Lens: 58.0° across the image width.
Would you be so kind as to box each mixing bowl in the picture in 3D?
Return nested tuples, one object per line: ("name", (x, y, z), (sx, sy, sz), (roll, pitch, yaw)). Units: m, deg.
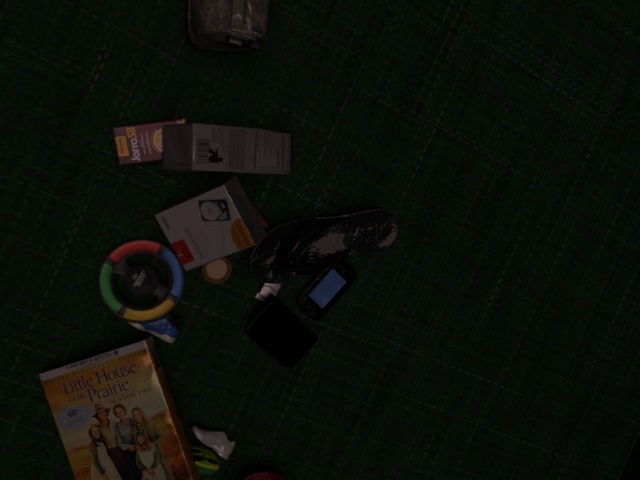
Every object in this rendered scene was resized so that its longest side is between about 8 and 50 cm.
("mixing bowl", (-0.189, 0.760, 1.741), (0.181, 0.098, 0.182), (-3, 99, -17))

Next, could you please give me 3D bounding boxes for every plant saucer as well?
("plant saucer", (-0.298, 0.082, 1.654), (0.083, 0.015, 0.084), (-2, 98, -16))

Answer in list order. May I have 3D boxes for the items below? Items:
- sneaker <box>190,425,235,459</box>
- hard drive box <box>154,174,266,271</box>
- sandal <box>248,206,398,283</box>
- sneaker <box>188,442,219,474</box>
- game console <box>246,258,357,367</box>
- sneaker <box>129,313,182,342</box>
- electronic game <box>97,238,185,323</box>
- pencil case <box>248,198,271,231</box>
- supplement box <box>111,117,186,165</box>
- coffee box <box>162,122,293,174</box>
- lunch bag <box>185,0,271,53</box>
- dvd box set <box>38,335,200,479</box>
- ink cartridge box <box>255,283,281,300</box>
("sneaker", (-0.319, 0.583, 1.707), (0.152, 0.053, 0.061), (43, 69, -21))
("hard drive box", (-0.292, -0.043, 1.542), (0.232, 0.089, 0.181), (-21, 106, 23))
("sandal", (0.015, 0.005, 1.598), (0.445, 0.107, 0.168), (-18, 107, -12))
("sneaker", (-0.438, 0.657, 1.654), (0.295, 0.109, 0.124), (-1, 100, -8))
("game console", (-0.044, 0.192, 1.720), (0.361, 0.044, 0.213), (-48, 118, -9))
("sneaker", (-0.458, 0.216, 1.603), (0.152, 0.058, 0.085), (29, 86, -15))
("electronic game", (-0.481, 0.109, 1.560), (0.229, 0.048, 0.229), (2, 82, -14))
("pencil case", (-0.188, -0.022, 1.636), (0.209, 0.098, 0.095), (56, 36, -16))
("supplement box", (-0.444, -0.259, 1.526), (0.188, 0.081, 0.104), (-11, 101, -15))
("coffee box", (-0.236, -0.235, 1.497), (0.297, 0.168, 0.119), (-4, 99, -40))
("lunch bag", (-0.225, -0.627, 1.448), (0.212, 0.256, 0.305), (0, 98, -17))
("dvd box set", (-0.532, 0.499, 1.543), (0.307, 0.062, 0.421), (-17, 93, 2))
("ink cartridge box", (-0.151, 0.143, 1.701), (0.048, 0.028, 0.083), (26, 90, -19))
